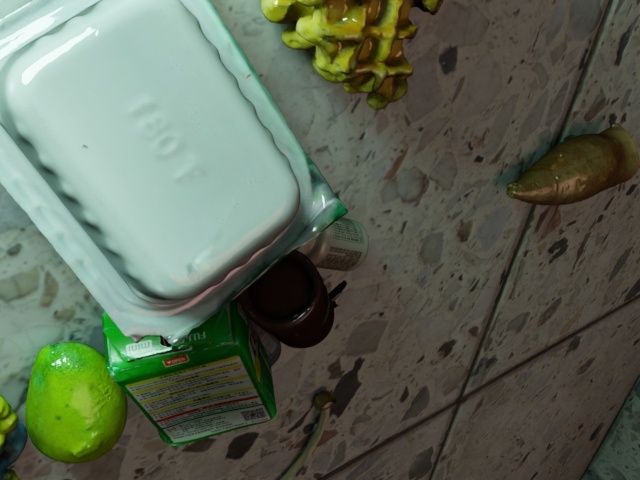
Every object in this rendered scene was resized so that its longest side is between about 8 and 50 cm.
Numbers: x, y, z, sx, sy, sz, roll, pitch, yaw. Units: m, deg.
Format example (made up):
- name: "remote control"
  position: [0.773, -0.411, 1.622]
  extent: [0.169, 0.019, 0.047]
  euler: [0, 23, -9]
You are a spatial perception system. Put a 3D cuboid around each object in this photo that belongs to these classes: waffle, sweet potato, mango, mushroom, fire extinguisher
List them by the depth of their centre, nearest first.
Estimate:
- name: "waffle"
  position: [0.093, -0.320, 0.748]
  extent: [0.324, 0.151, 0.261]
  euler: [-47, 146, -4]
- name: "mango"
  position: [-0.302, 0.203, 0.844]
  extent: [0.119, 0.100, 0.179]
  euler: [-19, 126, -29]
- name: "fire extinguisher"
  position: [-0.020, 0.085, 0.965]
  extent: [0.138, 0.102, 0.344]
  euler: [-43, 166, -5]
- name: "sweet potato"
  position: [0.487, -0.133, 1.316]
  extent: [0.336, 0.131, 0.131]
  euler: [-20, 134, -35]
- name: "mushroom"
  position: [-0.036, 0.413, 1.342]
  extent: [0.068, 0.043, 0.306]
  euler: [10, 117, -29]

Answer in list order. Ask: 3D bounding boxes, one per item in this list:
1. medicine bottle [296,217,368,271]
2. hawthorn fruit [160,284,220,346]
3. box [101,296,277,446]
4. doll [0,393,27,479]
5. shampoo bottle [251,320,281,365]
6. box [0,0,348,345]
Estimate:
- name: "medicine bottle"
  position: [0.000, 0.000, 0.981]
  extent: [0.140, 0.079, 0.079]
  euler: [10, 114, -49]
- name: "hawthorn fruit"
  position: [-0.155, 0.022, 0.768]
  extent: [0.157, 0.156, 0.194]
  euler: [22, 77, -51]
- name: "box"
  position: [-0.164, 0.167, 0.896]
  extent: [0.180, 0.103, 0.250]
  euler: [-14, 142, -1]
- name: "doll"
  position: [-0.494, 0.311, 0.768]
  extent: [0.341, 0.098, 0.346]
  euler: [-34, 147, -39]
- name: "shampoo bottle"
  position: [-0.129, 0.125, 0.985]
  extent: [0.087, 0.049, 0.234]
  euler: [-42, 142, -8]
- name: "box"
  position: [-0.143, -0.083, 0.622]
  extent: [0.264, 0.106, 0.337]
  euler: [-39, 110, -15]
